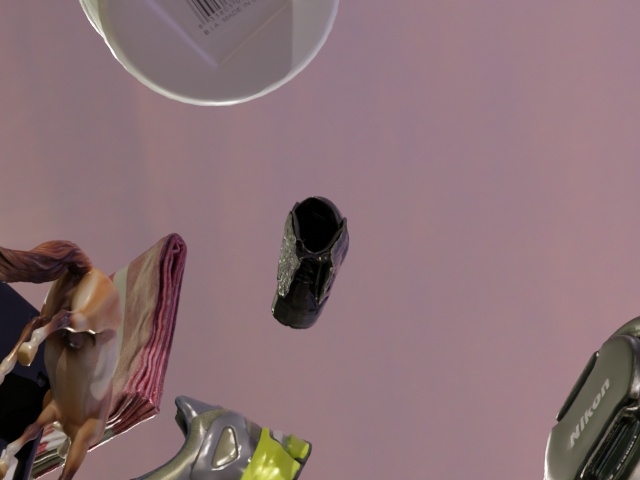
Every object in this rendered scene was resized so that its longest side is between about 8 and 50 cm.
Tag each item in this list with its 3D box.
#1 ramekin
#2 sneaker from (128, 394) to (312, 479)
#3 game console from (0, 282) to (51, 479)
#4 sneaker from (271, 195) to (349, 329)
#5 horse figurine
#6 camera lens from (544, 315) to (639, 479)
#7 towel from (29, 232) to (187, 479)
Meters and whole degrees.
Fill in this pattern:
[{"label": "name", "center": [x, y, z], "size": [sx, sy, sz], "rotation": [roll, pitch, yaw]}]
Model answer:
[{"label": "ramekin", "center": [-0.111, -0.272, 1.807], "size": [0.135, 0.277, 0.277], "rotation": [-113, -158, -58]}, {"label": "sneaker", "center": [-0.131, 0.254, 1.367], "size": [0.121, 0.300, 0.111], "rotation": [32, -21, 4]}, {"label": "game console", "center": [-0.349, 0.129, 1.289], "size": [0.060, 0.342, 0.386], "rotation": [-18, -138, 31]}, {"label": "sneaker", "center": [-0.003, -0.001, 1.299], "size": [0.170, 0.051, 0.089], "rotation": [-76, -179, -51]}, {"label": "horse figurine", "center": [-0.202, 0.098, 1.381], "size": [0.066, 0.174, 0.263], "rotation": [13, -55, 17]}, {"label": "camera lens", "center": [0.341, 0.199, 1.480], "size": [0.219, 0.274, 0.219], "rotation": [-61, -169, 20]}, {"label": "towel", "center": [-0.273, 0.141, 1.742], "size": [0.329, 0.037, 0.237], "rotation": [-30, -148, 26]}]
